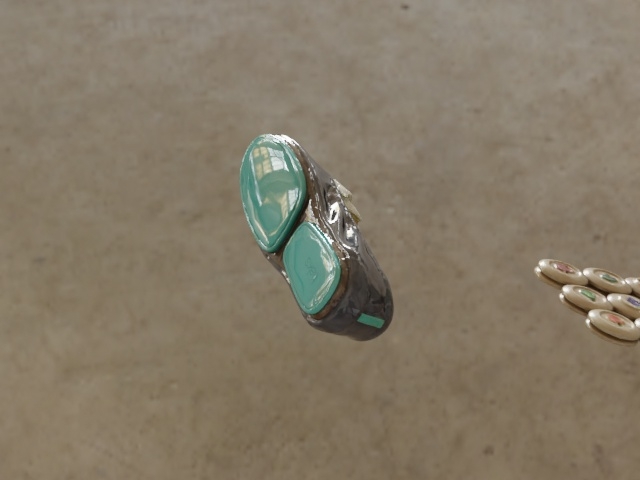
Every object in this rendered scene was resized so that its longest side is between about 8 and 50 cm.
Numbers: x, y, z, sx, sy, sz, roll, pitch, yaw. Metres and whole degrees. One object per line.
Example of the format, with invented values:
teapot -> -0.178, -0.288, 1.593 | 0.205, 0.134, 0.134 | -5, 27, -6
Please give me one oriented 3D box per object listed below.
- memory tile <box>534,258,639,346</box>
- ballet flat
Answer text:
memory tile -> 0.228, 0.049, 0.997 | 0.148, 0.012, 0.113 | 11, 22, -24
ballet flat -> 0.000, 0.000, 0.967 | 0.074, 0.074, 0.203 | -12, 35, -12
